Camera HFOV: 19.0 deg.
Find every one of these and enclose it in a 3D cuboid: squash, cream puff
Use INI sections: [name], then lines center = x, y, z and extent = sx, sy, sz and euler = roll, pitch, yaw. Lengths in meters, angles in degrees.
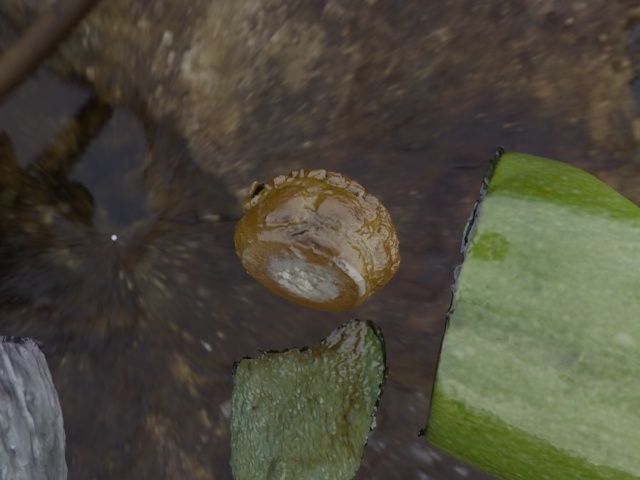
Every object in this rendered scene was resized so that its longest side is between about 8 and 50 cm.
[squash]
center = 0.195, 0.069, 1.034
extent = 0.261, 0.189, 0.189
euler = 15, 88, 11
[cream puff]
center = 0.001, -0.004, 1.640
extent = 0.144, 0.126, 0.103
euler = 18, 57, 18

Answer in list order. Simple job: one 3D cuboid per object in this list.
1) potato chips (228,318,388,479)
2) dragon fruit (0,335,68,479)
[potato chips]
center = -0.019, 0.129, 1.369
extent = 0.026, 0.142, 0.209
euler = -4, 131, -43
[dragon fruit]
center = -0.265, 0.187, 1.179
extent = 0.204, 0.283, 0.221
euler = -18, 76, 31
